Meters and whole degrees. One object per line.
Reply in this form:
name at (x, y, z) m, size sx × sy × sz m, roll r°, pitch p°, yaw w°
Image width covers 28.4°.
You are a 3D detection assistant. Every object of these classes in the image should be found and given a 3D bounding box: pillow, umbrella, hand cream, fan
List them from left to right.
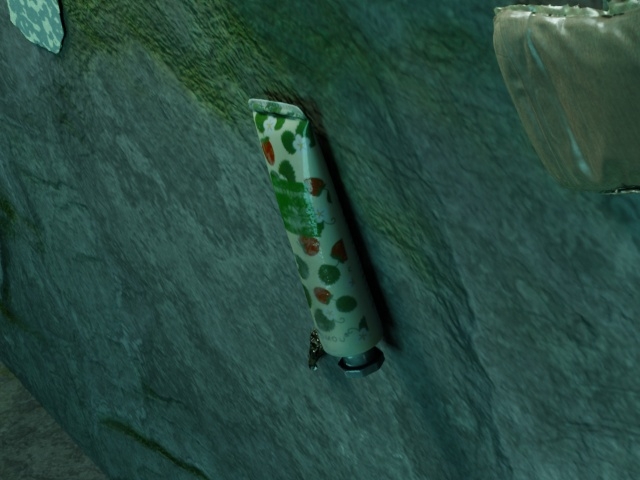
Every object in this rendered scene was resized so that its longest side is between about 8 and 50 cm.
fan at (-0.350, -0.291, 1.532) m, size 0.131 × 0.009 × 0.240 m, roll 56°, pitch 158°, yaw -1°
umbrella at (-0.005, 0.119, 1.368) m, size 0.031 × 0.020 × 0.083 m, roll 50°, pitch 162°, yaw 17°
hand cream at (0.000, 0.000, 1.150) m, size 0.095 × 0.059 × 0.276 m, roll 17°, pitch 131°, yaw 55°
pillow at (0.174, -0.078, 0.707) m, size 0.211 × 0.034 × 0.135 m, roll 16°, pitch 138°, yaw 60°
